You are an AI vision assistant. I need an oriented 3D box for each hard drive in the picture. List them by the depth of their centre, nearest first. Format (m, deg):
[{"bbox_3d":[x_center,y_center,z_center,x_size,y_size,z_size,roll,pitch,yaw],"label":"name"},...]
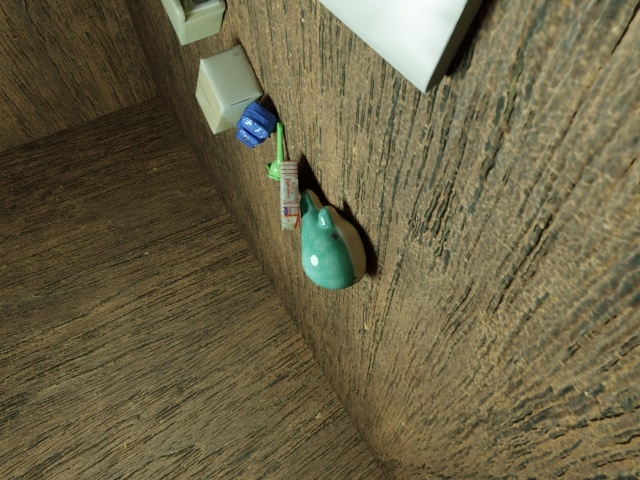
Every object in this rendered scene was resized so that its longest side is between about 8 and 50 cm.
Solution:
[{"bbox_3d":[0.031,-0.353,0.462,0.353,0.047,0.233,47,161,12],"label":"hard drive"}]

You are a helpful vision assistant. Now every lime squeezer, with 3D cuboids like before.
[{"bbox_3d":[-0.134,-0.225,1.285,0.110,0.058,0.310,62,165,3],"label":"lime squeezer"}]

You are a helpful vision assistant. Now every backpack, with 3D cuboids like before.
[{"bbox_3d":[-0.171,-0.308,1.182,0.097,0.101,0.120,29,168,-19],"label":"backpack"}]

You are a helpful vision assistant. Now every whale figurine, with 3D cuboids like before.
[{"bbox_3d":[0.000,0.000,1.071,0.272,0.141,0.216,57,164,31],"label":"whale figurine"}]

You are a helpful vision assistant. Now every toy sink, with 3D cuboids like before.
[{"bbox_3d":[-0.336,-0.637,1.136,0.153,0.131,0.234,66,168,-11],"label":"toy sink"}]

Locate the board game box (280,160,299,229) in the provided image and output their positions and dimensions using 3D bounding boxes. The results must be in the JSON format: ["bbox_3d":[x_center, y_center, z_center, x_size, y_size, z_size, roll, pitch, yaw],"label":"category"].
[{"bbox_3d":[-0.085,-0.115,1.181,0.193,0.045,0.147,125,143,-81],"label":"board game box"}]

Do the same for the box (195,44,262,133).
[{"bbox_3d":[-0.277,-0.431,1.288,0.148,0.121,0.311,65,164,-7],"label":"box"}]
